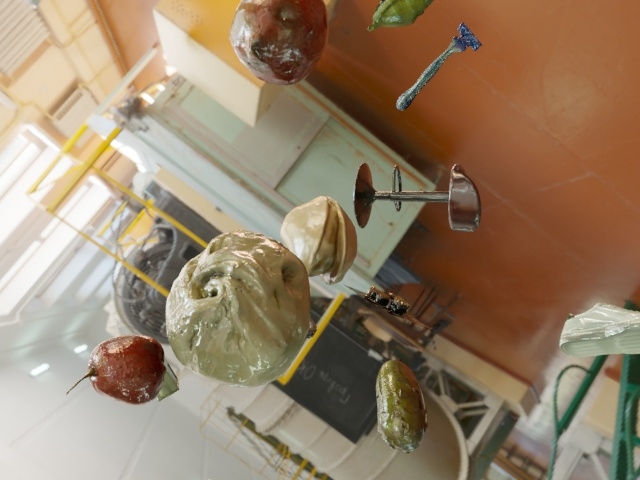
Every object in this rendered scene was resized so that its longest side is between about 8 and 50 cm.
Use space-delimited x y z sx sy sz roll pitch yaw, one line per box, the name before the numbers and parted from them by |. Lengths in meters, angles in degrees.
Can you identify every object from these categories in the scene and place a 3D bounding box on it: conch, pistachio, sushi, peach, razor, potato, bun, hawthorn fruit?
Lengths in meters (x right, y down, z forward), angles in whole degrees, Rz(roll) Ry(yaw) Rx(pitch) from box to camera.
conch | 0.216 -0.619 1.485 0.079 0.201 0.095 42 143 39
pistachio | 0.000 0.000 1.619 0.229 0.238 0.321 9 -153 -12
sushi | 0.186 0.163 1.533 0.192 0.040 0.210 23 -176 -36
peach | -0.098 -0.476 1.292 0.232 0.257 0.232 7 124 10
razor | 0.343 -0.521 1.725 0.056 0.324 0.093 -15 -112 -52
potato | 0.193 0.383 1.326 0.149 0.113 0.251 57 -155 -25
bun | -0.189 0.134 1.183 0.234 0.326 0.362 43 -153 -48
hawthorn fruit | -0.447 0.281 1.221 0.203 0.163 0.162 9 -175 -31

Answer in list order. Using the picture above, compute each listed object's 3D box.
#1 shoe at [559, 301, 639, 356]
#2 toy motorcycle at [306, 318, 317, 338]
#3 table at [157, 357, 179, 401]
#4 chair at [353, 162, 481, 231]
shoe | 0.948 0.266 1.778 0.132 0.160 0.363 42 140 -22
toy motorcycle | -0.159 0.273 1.744 0.237 0.169 0.410 27 -166 11
table | -0.415 0.357 1.447 0.083 0.062 0.079 65 168 -15
chair | 0.325 -0.140 1.809 0.401 0.226 0.226 4 156 21
